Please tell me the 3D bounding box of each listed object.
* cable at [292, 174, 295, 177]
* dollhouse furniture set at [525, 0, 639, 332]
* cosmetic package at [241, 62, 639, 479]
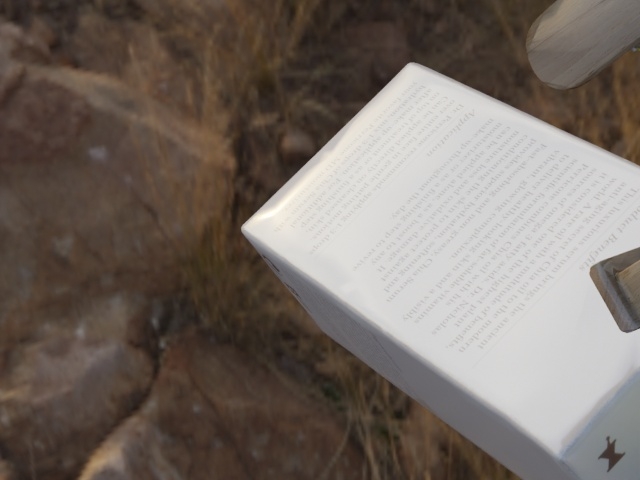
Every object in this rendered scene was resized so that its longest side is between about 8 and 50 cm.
[{"bbox_3d":[0.000,0.000,2.125,0.047,0.184,0.150,-3,11,21],"label":"cable"},{"bbox_3d":[0.194,-0.098,0.892,0.212,0.161,0.242,-15,73,-45],"label":"dollhouse furniture set"},{"bbox_3d":[0.159,0.038,1.311,0.230,0.161,0.453,-44,38,-9],"label":"cosmetic package"}]
